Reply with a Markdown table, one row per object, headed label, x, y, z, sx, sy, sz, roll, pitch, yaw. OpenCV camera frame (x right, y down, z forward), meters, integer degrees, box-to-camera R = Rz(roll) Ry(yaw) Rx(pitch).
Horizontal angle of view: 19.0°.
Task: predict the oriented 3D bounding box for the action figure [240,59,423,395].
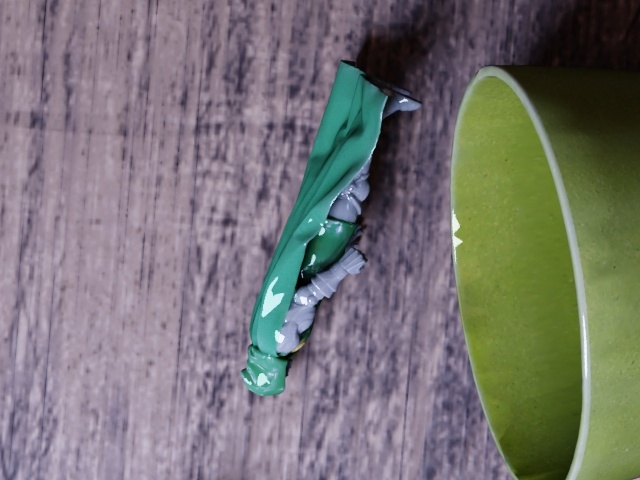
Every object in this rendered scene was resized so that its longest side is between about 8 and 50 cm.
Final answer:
| label | x | y | z | sx | sy | sz | roll | pitch | yaw |
| --- | --- | --- | --- | --- | --- | --- | --- | --- | --- |
| action figure | 0.000 | 0.000 | 1.300 | 0.063 | 0.137 | 0.232 | 22 | 101 | -8 |

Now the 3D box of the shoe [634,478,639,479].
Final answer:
| label | x | y | z | sx | sy | sz | roll | pitch | yaw |
| --- | --- | --- | --- | --- | --- | --- | --- | --- | --- |
| shoe | 0.296 | 0.170 | 1.296 | 0.178 | 0.063 | 0.081 | 6 | 92 | 10 |

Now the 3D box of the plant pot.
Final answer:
| label | x | y | z | sx | sy | sz | roll | pitch | yaw |
| --- | --- | --- | --- | --- | --- | --- | --- | --- | --- |
| plant pot | 0.260 | 0.009 | 1.214 | 0.293 | 0.275 | 0.275 | -8 | 90 | -10 |
